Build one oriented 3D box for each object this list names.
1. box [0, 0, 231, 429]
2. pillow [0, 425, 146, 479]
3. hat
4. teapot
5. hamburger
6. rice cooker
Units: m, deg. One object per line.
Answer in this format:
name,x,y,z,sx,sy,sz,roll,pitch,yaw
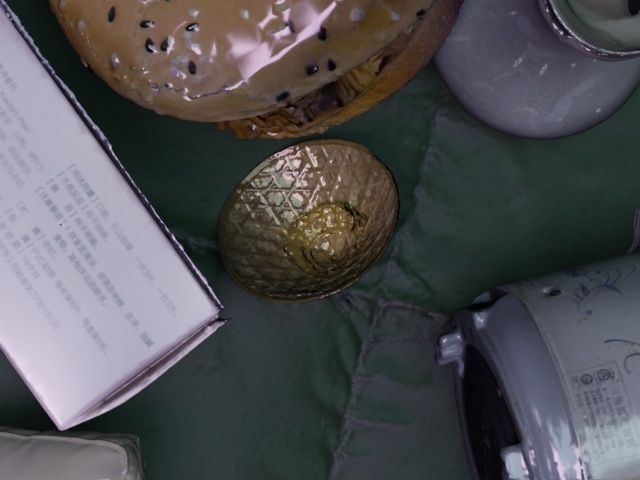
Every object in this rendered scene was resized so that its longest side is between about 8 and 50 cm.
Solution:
box,-0.216,-0.030,1.352,0.145,0.173,0.333,-36,94,-7
pillow,-0.240,0.287,1.331,0.255,0.120,0.322,1,83,25
hat,0.000,0.000,1.447,0.146,0.067,0.146,-10,56,16
teapot,0.180,-0.172,1.382,0.183,0.251,0.184,0,88,-8
hamburger,-0.055,-0.215,1.347,0.318,0.195,0.277,29,93,16
rice cooker,0.251,0.127,1.378,0.316,0.264,0.317,0,86,-7
